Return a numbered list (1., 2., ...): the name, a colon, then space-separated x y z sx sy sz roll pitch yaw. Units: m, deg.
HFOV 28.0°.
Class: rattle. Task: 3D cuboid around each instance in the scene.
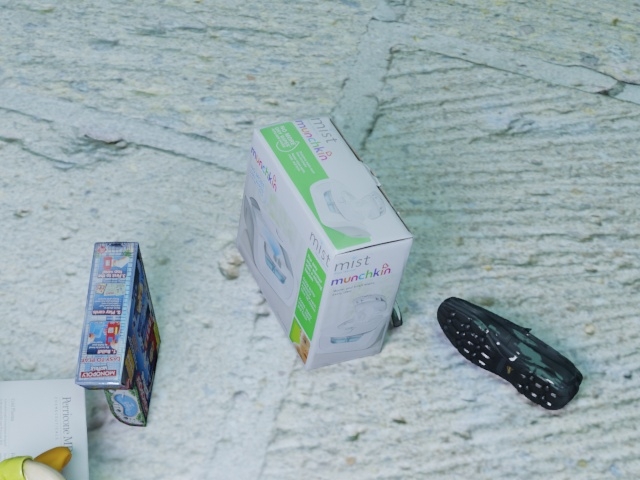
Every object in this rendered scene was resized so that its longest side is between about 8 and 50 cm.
1. rattle: -0.281 0.327 1.385 0.130 0.143 0.200 -42 78 -6

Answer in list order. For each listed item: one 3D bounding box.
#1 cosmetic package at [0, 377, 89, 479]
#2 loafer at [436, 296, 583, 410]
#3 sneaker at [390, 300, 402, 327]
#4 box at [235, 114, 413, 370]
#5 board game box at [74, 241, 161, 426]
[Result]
1. cosmetic package: -0.401 0.330 1.441 0.284 0.097 0.377 -2 46 -11
2. loafer: 0.263 0.149 1.786 0.223 0.076 0.078 35 43 16
3. sneaker: 0.081 0.089 1.838 0.043 0.040 0.109 -26 50 -13
4. box: 0.000 0.000 1.767 0.126 0.231 0.262 -13 50 -24
5. board game box: -0.254 0.137 1.606 0.060 0.194 0.194 -1 43 5
